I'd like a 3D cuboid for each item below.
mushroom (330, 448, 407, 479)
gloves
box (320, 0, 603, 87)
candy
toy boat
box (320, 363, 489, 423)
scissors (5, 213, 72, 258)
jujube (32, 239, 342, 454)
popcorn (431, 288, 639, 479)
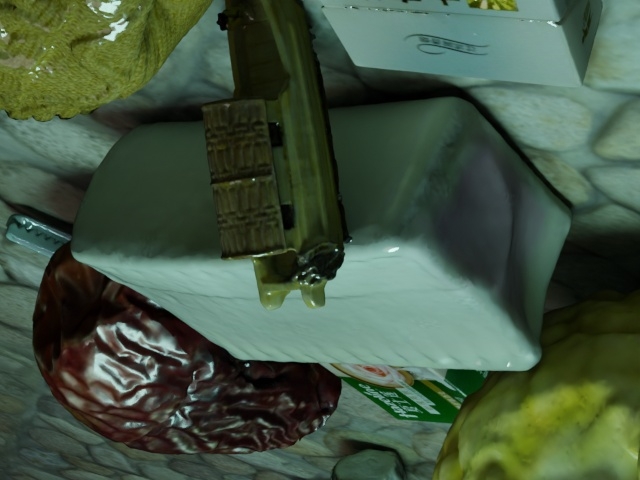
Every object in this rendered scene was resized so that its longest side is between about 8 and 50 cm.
[{"bbox_3d":[0.067,0.350,2.105,0.097,0.109,0.351,-1,156,3],"label":"mushroom"},{"bbox_3d":[-0.160,-0.163,1.009,0.203,0.155,0.356,19,155,-11],"label":"gloves"},{"bbox_3d":[0.060,-0.180,0.907,0.155,0.067,0.243,9,156,26],"label":"box"},{"bbox_3d":[-0.001,-0.003,1.278,0.358,0.145,0.208,-2,152,42],"label":"candy"},{"bbox_3d":[-0.036,-0.064,1.089,0.088,0.226,0.068,-10,-178,-43],"label":"toy boat"},{"bbox_3d":[0.082,0.103,1.552,0.135,0.081,0.199,-2,148,42],"label":"box"},{"bbox_3d":[-0.206,0.032,1.673,0.256,0.030,0.125,25,158,-24],"label":"scissors"},{"bbox_3d":[-0.118,0.098,1.550,0.216,0.216,0.342,-2,157,42],"label":"jujube"},{"bbox_3d":[0.289,0.192,1.287,0.354,0.390,0.344,55,145,21],"label":"popcorn"}]
